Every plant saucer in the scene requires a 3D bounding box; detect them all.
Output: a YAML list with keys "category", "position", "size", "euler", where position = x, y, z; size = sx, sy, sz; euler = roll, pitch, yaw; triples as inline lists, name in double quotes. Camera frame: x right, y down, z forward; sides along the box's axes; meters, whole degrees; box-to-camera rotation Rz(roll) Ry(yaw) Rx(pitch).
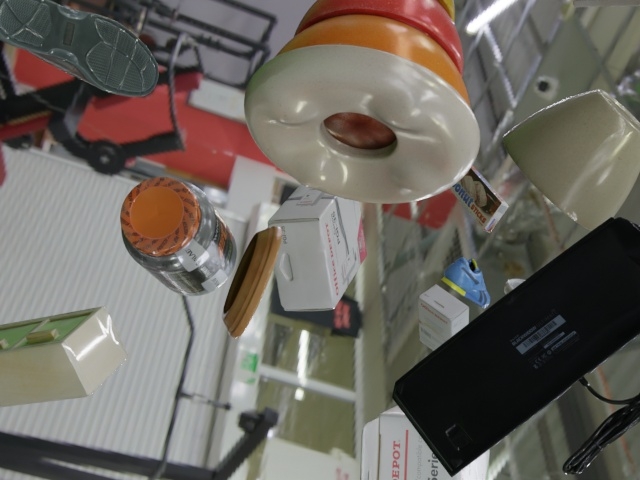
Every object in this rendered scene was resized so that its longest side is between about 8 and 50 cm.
- category: "plant saucer"
  position: [-0.119, 0.065, 1.442]
  size: [0.200, 0.037, 0.200]
  euler: [-157, -90, -80]

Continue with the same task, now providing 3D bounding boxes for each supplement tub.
- category: "supplement tub"
  position: [-0.292, -0.007, 1.790]
  size: [0.316, 0.193, 0.194]
  euler: [69, 34, -74]

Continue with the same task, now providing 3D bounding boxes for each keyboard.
- category: "keyboard"
  position: [0.245, 0.126, 0.858]
  size: [0.317, 0.033, 0.201]
  euler: [-37, -127, -1]

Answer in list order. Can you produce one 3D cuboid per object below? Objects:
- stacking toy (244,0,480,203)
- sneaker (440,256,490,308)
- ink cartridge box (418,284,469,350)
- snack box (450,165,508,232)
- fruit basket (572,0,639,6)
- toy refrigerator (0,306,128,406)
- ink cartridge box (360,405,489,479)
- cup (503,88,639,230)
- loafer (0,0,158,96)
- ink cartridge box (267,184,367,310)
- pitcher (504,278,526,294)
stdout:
- category: "stacking toy"
  position: [0.101, -0.329, 1.358]
  size: [0.351, 0.350, 0.480]
  euler: [126, -19, -60]
- category: "sneaker"
  position: [0.347, 0.094, 1.955]
  size: [0.069, 0.209, 0.082]
  euler: [36, -87, 37]
- category: "ink cartridge box"
  position: [0.231, 0.156, 1.627]
  size: [0.088, 0.052, 0.123]
  euler: [36, -32, 38]
- category: "snack box"
  position: [0.304, -0.089, 1.687]
  size: [0.064, 0.022, 0.178]
  euler: [-59, -149, 21]
- category: "fruit basket"
  position: [0.553, -0.545, 1.346]
  size: [0.327, 0.165, 0.353]
  euler: [17, -68, 53]
- category: "toy refrigerator"
  position: [-0.419, 0.167, 1.227]
  size: [0.102, 0.269, 0.094]
  euler: [-50, 124, -56]
- category: "ink cartridge box"
  position: [0.159, 0.341, 1.241]
  size: [0.353, 0.119, 0.207]
  euler: [7, 84, -70]
- category: "cup"
  position: [0.638, -0.220, 2.068]
  size: [0.237, 0.331, 0.331]
  euler: [-48, -159, 26]
- category: "loafer"
  position: [-0.349, -0.279, 1.210]
  size: [0.084, 0.267, 0.096]
  euler: [18, -92, 43]
- category: "ink cartridge box"
  position: [0.000, 0.000, 1.836]
  size: [0.283, 0.117, 0.207]
  euler: [-54, 138, -62]
- category: "pitcher"
  position: [0.407, 0.121, 1.462]
  size: [0.207, 0.177, 0.126]
  euler: [-78, 173, -69]
